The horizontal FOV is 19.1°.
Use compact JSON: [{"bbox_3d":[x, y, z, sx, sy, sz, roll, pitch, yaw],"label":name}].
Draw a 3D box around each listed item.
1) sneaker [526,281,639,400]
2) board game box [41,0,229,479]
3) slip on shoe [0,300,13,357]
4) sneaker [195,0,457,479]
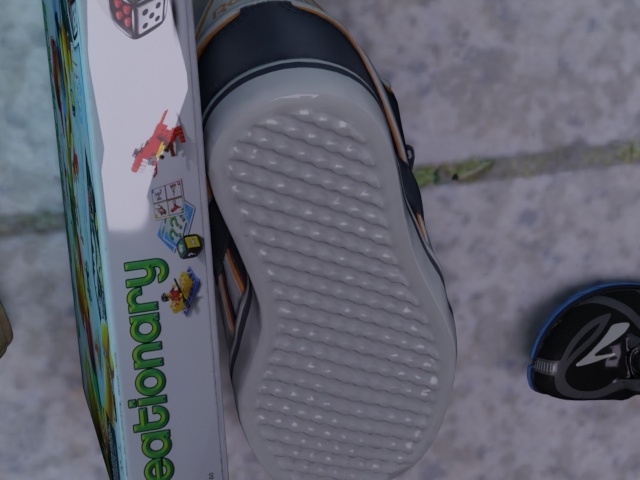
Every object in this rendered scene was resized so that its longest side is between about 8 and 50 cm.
[{"bbox_3d":[0.210,0.066,1.093,0.188,0.078,0.067,1,109,-14],"label":"sneaker"},{"bbox_3d":[-0.094,-0.028,0.922,0.053,0.193,0.305,-8,111,-12],"label":"board game box"},{"bbox_3d":[-0.200,0.008,0.994,0.041,0.051,0.135,-38,111,-42],"label":"slip on shoe"},{"bbox_3d":[0.000,0.000,1.004,0.126,0.127,0.321,-10,136,-4],"label":"sneaker"}]
